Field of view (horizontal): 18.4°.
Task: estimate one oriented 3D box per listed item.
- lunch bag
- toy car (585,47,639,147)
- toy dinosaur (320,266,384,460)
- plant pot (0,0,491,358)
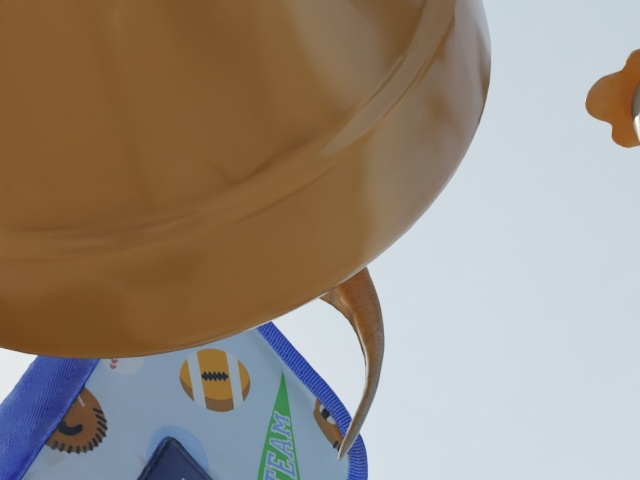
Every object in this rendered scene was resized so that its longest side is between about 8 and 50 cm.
[{"bbox_3d":[-0.115,0.236,1.151,0.238,0.328,0.385,6,-50,21],"label":"lunch bag"},{"bbox_3d":[0.308,-0.077,1.426,0.238,0.219,0.210,9,-39,6],"label":"toy car"},{"bbox_3d":[0.000,0.000,0.856,0.064,0.112,0.211,29,9,-46],"label":"toy dinosaur"},{"bbox_3d":[-0.087,-0.128,0.793,0.290,0.291,0.203,11,-38,23],"label":"plant pot"}]
